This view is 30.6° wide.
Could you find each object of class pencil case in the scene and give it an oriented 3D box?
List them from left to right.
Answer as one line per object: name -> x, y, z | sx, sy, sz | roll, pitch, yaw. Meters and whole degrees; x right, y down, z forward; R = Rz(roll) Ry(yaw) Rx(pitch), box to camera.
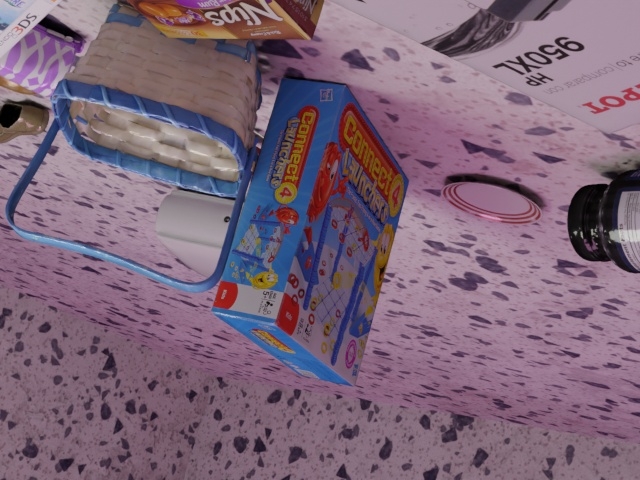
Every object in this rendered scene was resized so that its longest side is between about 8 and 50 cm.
pencil case -> -0.393, -0.251, 1.421 | 0.206, 0.086, 0.088 | 24, 129, -34

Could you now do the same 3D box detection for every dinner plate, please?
dinner plate -> 0.233, -0.055, 1.585 | 0.141, 0.017, 0.141 | 14, 165, 4

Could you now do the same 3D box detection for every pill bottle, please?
pill bottle -> 0.396, -0.023, 1.323 | 0.123, 0.123, 0.219 | 28, 162, -37

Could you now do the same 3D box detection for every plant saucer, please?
plant saucer -> -0.437, -0.232, 1.661 | 0.083, 0.015, 0.083 | 16, 166, 4

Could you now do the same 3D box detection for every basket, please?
basket -> -0.189, -0.102, 1.328 | 0.255, 0.289, 0.201 | 19, 158, 7

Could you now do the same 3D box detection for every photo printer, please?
photo printer -> -0.099, 0.017, 2.019 | 0.307, 0.107, 0.256 | 11, 164, 20

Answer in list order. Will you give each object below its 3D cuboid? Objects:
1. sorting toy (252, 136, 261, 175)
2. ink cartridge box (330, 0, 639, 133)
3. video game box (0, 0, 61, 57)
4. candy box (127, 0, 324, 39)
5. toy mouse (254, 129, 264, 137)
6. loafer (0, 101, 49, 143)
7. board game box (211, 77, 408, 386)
sorting toy -> -0.114, -0.123, 1.612 | 0.102, 0.042, 0.061 | 40, 158, -23
ink cartridge box -> 0.132, -0.238, 0.741 | 0.395, 0.166, 0.285 | 21, 165, -20
video game box -> -0.408, -0.279, 1.266 | 0.205, 0.048, 0.187 | 27, 134, -36
candy box -> -0.103, -0.249, 1.174 | 0.187, 0.053, 0.109 | 9, 163, 31
toy mouse -> -0.130, -0.162, 1.535 | 0.143, 0.031, 0.161 | 16, 155, 7
loafer -> -0.480, -0.187, 1.802 | 0.148, 0.056, 0.050 | -8, 153, 36
board game box -> 0.000, 0.000, 1.478 | 0.086, 0.302, 0.308 | 10, 164, 23
